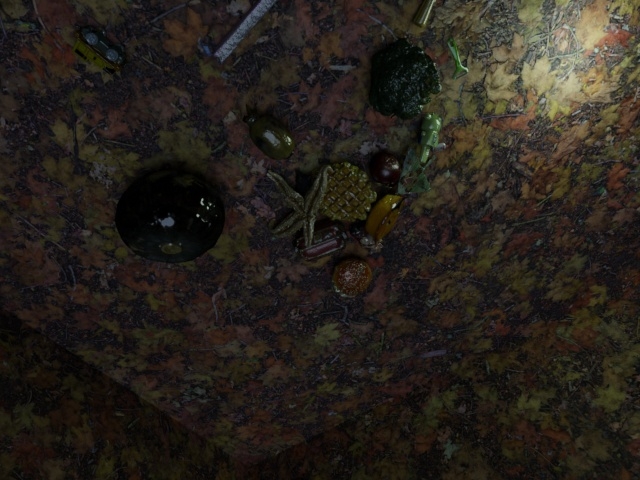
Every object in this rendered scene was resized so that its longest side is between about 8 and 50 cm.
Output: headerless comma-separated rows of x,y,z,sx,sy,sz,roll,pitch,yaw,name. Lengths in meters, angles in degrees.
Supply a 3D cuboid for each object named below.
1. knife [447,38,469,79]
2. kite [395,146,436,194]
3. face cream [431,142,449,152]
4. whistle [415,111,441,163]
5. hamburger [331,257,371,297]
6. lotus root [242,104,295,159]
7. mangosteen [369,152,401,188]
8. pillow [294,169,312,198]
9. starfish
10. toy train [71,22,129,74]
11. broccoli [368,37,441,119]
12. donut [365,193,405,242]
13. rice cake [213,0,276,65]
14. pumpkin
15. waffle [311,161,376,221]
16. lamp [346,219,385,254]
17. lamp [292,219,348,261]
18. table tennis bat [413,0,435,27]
0.567,-0.759,1.796,0.078,0.023,0.166,-29,124,5,knife
0.447,-0.307,2.030,0.267,0.013,0.323,-43,134,-5,kite
0.559,-0.435,2.011,0.083,0.021,0.040,-12,125,0,face cream
0.480,-0.459,1.925,0.105,0.085,0.228,0,107,-39,whistle
0.165,0.194,2.304,0.236,0.147,0.237,-5,123,-8,hamburger
-0.224,-0.453,1.822,0.154,0.154,0.278,-37,116,17,lotus root
0.283,-0.312,1.987,0.145,0.156,0.181,-10,153,-44,mangosteen
-0.082,-0.255,2.018,0.048,0.090,0.150,-31,139,-38,pillow
-0.114,-0.180,1.999,0.323,0.082,0.433,23,123,22,starfish
-0.820,-0.702,1.605,0.127,0.089,0.219,-35,122,27,toy train
0.339,-0.625,1.720,0.283,0.321,0.304,-11,142,-38,broccoli
0.316,-0.113,2.073,0.118,0.253,0.254,37,121,21,donut
-0.283,-0.805,1.620,0.364,0.073,0.056,-39,122,20,rice cake
-0.643,-0.102,1.875,0.453,0.344,0.455,-10,147,-6,pumpkin
0.102,-0.225,2.015,0.324,0.068,0.303,1,122,13,waffle
0.247,-0.002,2.206,0.118,0.118,0.253,-35,120,15,lamp
0.000,0.000,2.138,0.273,0.177,0.177,-18,124,5,lamp
0.439,-0.972,1.624,0.198,0.050,0.321,14,116,-19,table tennis bat
